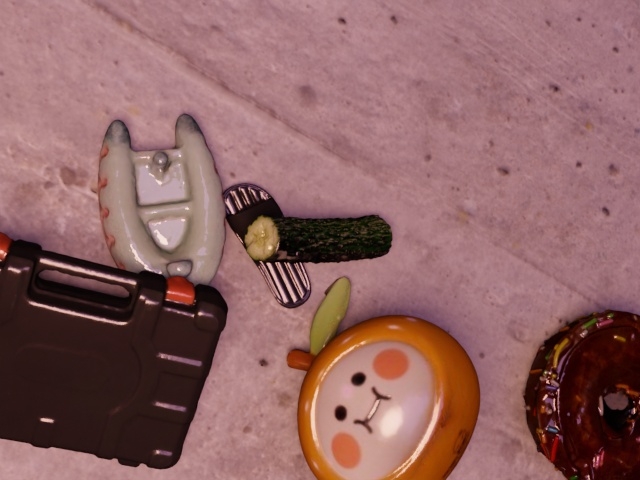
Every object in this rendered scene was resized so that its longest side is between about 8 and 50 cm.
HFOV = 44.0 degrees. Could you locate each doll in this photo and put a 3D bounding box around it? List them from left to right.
[{"bbox_3d":[0.052,0.171,0.866,0.236,0.213,0.213,30,75,31],"label":"doll"}]

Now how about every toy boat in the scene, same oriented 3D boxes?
[{"bbox_3d":[-0.167,-0.034,0.850,0.134,0.079,0.207,-6,87,-20],"label":"toy boat"}]

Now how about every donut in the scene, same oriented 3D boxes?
[{"bbox_3d":[0.355,0.203,0.994,0.235,0.089,0.235,1,87,-18],"label":"donut"}]

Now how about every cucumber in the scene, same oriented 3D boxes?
[{"bbox_3d":[0.000,0.001,0.879,0.187,0.058,0.058,-1,87,-44],"label":"cucumber"}]

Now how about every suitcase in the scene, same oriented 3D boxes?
[{"bbox_3d":[-0.253,0.113,0.787,0.286,0.066,0.206,16,106,-16],"label":"suitcase"}]

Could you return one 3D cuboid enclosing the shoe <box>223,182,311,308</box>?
[{"bbox_3d":[-0.054,0.005,0.897,0.062,0.053,0.159,-29,99,-13],"label":"shoe"}]
